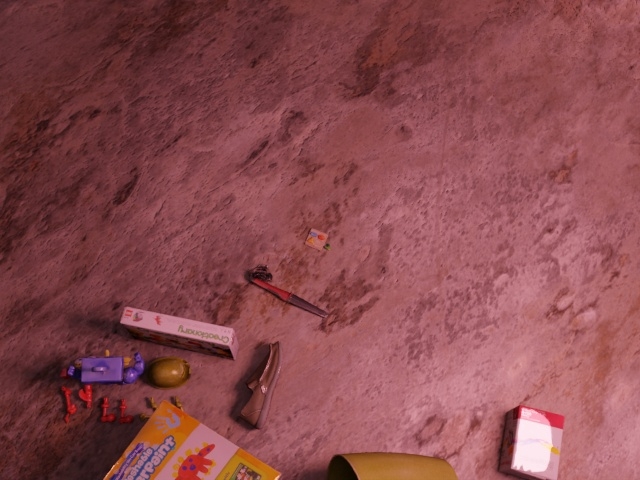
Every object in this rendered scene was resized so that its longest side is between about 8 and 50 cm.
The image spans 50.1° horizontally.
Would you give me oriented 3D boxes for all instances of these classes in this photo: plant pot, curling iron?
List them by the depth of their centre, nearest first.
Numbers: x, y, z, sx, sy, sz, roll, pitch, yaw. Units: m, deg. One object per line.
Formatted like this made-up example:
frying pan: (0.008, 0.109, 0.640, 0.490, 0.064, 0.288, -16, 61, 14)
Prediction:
plant pot: (0.203, 0.665, 1.770, 0.294, 0.275, 0.274, -5, 68, -22)
curling iron: (-0.096, 0.156, 2.061, 0.274, 0.035, 0.068, 31, 71, 10)

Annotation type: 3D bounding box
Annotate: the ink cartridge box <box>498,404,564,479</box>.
ink cartridge box: (0.576, 0.559, 1.874, 0.127, 0.128, 0.176, 14, 68, 4)

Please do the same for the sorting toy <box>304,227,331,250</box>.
sorting toy: (0.000, 0.000, 2.139, 0.083, 0.012, 0.062, 22, 69, 7)

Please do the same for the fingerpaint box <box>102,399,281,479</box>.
fingerpaint box: (-0.374, 0.692, 1.704, 0.371, 0.163, 0.444, 29, 55, 7)

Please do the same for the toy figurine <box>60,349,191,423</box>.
toy figurine: (-0.550, 0.386, 1.856, 0.363, 0.217, 0.191, 1, 68, -1)

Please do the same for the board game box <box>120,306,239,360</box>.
board game box: (-0.388, 0.264, 1.924, 0.305, 0.193, 0.053, 11, 68, 3)

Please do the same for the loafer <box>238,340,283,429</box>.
loafer: (-0.167, 0.399, 1.930, 0.087, 0.094, 0.251, 16, 69, 0)
